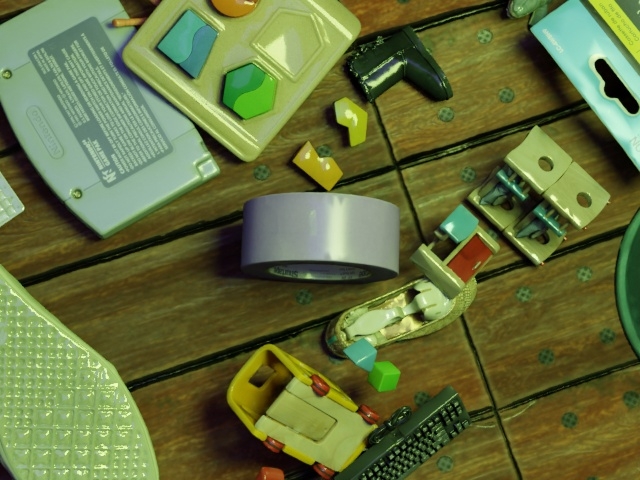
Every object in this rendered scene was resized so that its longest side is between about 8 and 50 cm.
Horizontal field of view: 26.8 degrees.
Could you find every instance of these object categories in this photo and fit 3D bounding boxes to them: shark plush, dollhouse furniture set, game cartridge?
[{"bbox_3d":[0.302,-0.335,1.732,0.161,0.067,0.073,-33,84,-9],"label":"shark plush"},{"bbox_3d":[0.229,-0.014,1.618,0.129,0.129,0.183,44,63,4],"label":"dollhouse furniture set"},{"bbox_3d":[-0.282,-0.161,1.668,0.198,0.062,0.297,-30,84,-4],"label":"game cartridge"}]

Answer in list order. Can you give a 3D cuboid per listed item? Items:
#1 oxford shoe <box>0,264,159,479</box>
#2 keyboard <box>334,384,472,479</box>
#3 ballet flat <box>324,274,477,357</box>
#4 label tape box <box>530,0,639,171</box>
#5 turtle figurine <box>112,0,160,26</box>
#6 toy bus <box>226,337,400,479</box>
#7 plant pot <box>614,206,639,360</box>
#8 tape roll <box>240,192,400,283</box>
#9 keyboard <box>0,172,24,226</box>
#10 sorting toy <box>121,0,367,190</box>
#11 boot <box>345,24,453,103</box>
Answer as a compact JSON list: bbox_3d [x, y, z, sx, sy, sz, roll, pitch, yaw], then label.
[{"bbox_3d":[-0.349,0.159,1.576,0.169,0.130,0.449,-41,97,-14],"label":"oxford shoe"},{"bbox_3d":[0.099,0.247,1.608,0.180,0.108,0.023,-38,40,-10],"label":"keyboard"},{"bbox_3d":[0.104,0.089,1.646,0.206,0.067,0.073,-26,82,-8],"label":"ballet flat"},{"bbox_3d":[0.465,-0.259,1.711,0.347,0.115,0.249,-37,85,-6],"label":"label tape box"},{"bbox_3d":[-0.171,-0.386,1.682,0.269,0.087,0.217,-26,82,-18],"label":"turtle figurine"},{"bbox_3d":[-0.016,0.201,1.589,0.191,0.104,0.202,-15,126,-26],"label":"toy bus"},{"bbox_3d":[0.558,0.033,1.555,0.341,0.334,0.341,1,80,-5],"label":"plant pot"},{"bbox_3d":[0.000,0.000,1.592,0.189,0.189,0.080,3,79,-4],"label":"tape roll"},{"bbox_3d":[-0.466,-0.122,1.666,0.072,0.014,0.256,-35,84,-9],"label":"keyboard"},{"bbox_3d":[-0.058,-0.214,1.649,0.307,0.041,0.229,39,91,-11],"label":"sorting toy"},{"bbox_3d":[0.098,-0.208,1.707,0.099,0.045,0.121,-32,79,-10],"label":"boot"}]
